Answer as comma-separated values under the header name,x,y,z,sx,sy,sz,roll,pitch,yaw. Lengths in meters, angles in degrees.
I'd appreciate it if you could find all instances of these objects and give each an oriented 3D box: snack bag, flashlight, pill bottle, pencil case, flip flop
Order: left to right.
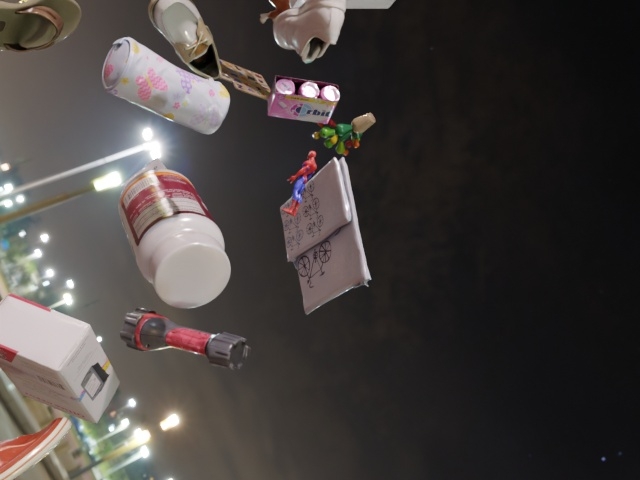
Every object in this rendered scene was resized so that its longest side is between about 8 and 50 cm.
name,x,y,z,sx,sy,sz,roll,pitch,yaw
flip flop,-0.529,-0.389,1.177,0.080,0.277,0.112,29,-65,6
pencil case,-0.325,-0.326,1.386,0.113,0.273,0.124,27,-84,46
pill bottle,-0.382,-0.011,1.690,0.392,0.224,0.224,-129,-154,-49
flashlight,-0.324,0.235,1.522,0.304,0.103,0.103,10,-41,26
snack bag,0.000,0.000,1.707,0.323,0.037,0.342,-35,-119,51

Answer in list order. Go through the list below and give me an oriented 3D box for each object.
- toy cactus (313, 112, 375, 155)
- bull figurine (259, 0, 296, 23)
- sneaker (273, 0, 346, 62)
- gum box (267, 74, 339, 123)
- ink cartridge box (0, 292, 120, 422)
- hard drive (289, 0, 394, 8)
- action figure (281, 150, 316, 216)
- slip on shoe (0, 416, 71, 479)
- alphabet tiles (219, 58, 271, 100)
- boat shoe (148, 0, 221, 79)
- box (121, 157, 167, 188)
name,x,y,z,sx,sy,sz,roll,pitch,yaw
toy cactus,0.087,-0.347,2.013,0.180,0.219,0.112,-26,-112,29
bull figurine,-0.124,-0.750,1.994,0.188,0.101,0.310,-7,-57,41
sneaker,-0.027,-0.348,1.116,0.212,0.080,0.094,-178,-90,-66
gum box,-0.046,-0.392,1.814,0.107,0.188,0.062,123,-32,-60
ink cartridge box,-0.625,0.282,1.513,0.226,0.131,0.306,18,-34,11
hard drive,0.091,-0.691,1.736,0.203,0.308,0.040,-31,-109,64
action figure,-0.034,-0.100,1.103,0.030,0.115,0.038,24,-4,24
slip on shoe,-0.638,0.431,1.239,0.101,0.331,0.123,58,-34,4
alphabet tiles,-0.267,-0.532,2.119,0.009,0.237,0.198,-57,-140,27
boat shoe,-0.317,-0.501,1.596,0.103,0.113,0.302,50,2,16
box,-0.519,-0.149,2.071,0.186,0.145,0.038,54,-11,-19
